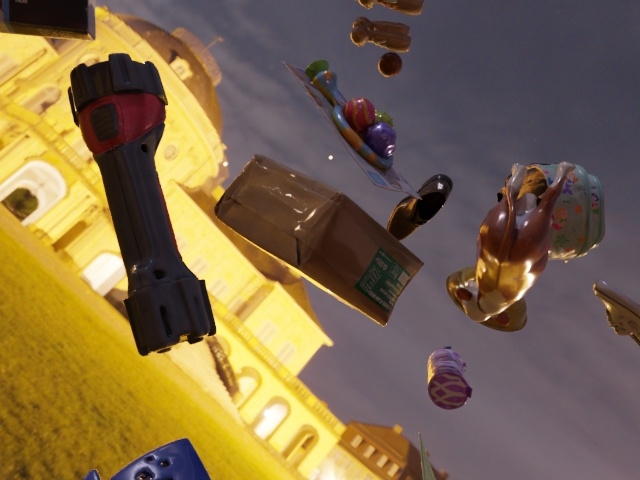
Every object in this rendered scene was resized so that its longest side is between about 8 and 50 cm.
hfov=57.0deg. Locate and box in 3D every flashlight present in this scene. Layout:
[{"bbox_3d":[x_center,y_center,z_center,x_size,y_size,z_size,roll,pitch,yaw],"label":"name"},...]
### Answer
[{"bbox_3d":[-0.182,-0.038,0.617,0.103,0.103,0.304,-31,-106,55],"label":"flashlight"}]

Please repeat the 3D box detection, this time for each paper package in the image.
[{"bbox_3d":[0.000,0.000,1.218,0.309,0.168,0.325,30,-6,45],"label":"paper package"}]

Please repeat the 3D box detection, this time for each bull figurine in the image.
[{"bbox_3d":[0.278,0.011,0.861,0.101,0.189,0.310,23,-16,15],"label":"bull figurine"}]

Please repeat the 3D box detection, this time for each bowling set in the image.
[{"bbox_3d":[0.116,-0.451,1.248,0.154,0.287,0.200,11,-63,0],"label":"bowling set"}]

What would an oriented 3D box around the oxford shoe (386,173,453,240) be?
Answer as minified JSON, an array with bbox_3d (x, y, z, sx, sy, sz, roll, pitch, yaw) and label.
[{"bbox_3d":[0.237,-0.068,1.487,0.082,0.096,0.227,35,-54,-6],"label":"oxford shoe"}]

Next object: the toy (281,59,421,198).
[{"bbox_3d":[0.057,-0.165,0.804,0.136,0.056,0.237,6,42,-55],"label":"toy"}]

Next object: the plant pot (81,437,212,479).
[{"bbox_3d":[-0.296,0.509,0.977,0.236,0.212,0.236,45,-58,40],"label":"plant pot"}]

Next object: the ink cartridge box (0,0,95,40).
[{"bbox_3d":[-0.324,-0.307,0.561,0.045,0.206,0.209,-178,-93,-74],"label":"ink cartridge box"}]

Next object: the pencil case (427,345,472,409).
[{"bbox_3d":[0.272,0.293,1.257,0.088,0.087,0.206,11,7,11],"label":"pencil case"}]

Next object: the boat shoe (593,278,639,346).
[{"bbox_3d":[0.658,0.171,1.261,0.226,0.076,0.083,35,10,-11],"label":"boat shoe"}]

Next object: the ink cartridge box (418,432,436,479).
[{"bbox_3d":[0.144,0.291,0.427,0.096,0.255,0.189,-13,-47,11],"label":"ink cartridge box"}]

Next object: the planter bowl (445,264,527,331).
[{"bbox_3d":[0.423,0.113,1.436,0.217,0.217,0.090,35,-56,21],"label":"planter bowl"}]

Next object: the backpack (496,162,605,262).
[{"bbox_3d":[0.516,-0.062,1.312,0.190,0.225,0.253,-1,-1,3],"label":"backpack"}]
